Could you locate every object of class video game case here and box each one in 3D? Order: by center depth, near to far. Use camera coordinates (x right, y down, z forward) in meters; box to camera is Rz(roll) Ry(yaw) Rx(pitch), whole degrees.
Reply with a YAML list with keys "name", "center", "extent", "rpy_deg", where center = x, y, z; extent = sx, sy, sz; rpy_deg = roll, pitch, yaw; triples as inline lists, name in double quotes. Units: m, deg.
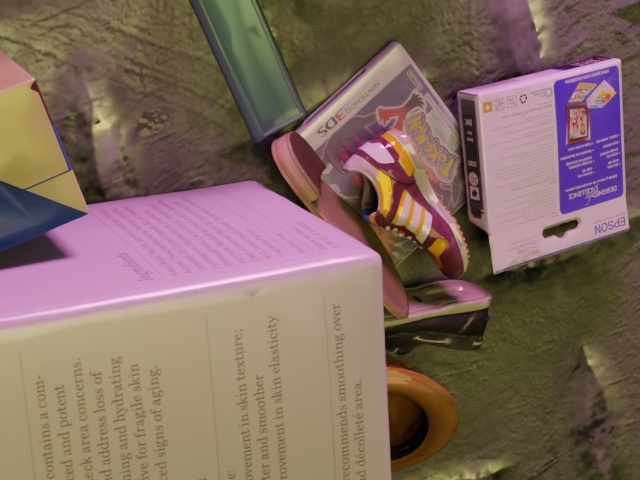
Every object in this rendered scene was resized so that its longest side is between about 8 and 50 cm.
- name: "video game case"
  center: [0.072, -0.085, 1.637]
  extent: [0.183, 0.023, 0.201]
  rpy_deg: [-43, 117, -6]

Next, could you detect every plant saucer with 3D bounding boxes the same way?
- name: "plant saucer"
  center: [-0.075, -0.196, 1.546]
  extent: [0.067, 0.018, 0.192]
  rpy_deg: [-30, 115, -12]

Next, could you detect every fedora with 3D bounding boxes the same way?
- name: "fedora"
  center: [0.060, 0.182, 1.660]
  extent: [0.194, 0.079, 0.194]
  rpy_deg: [-3, 138, -3]

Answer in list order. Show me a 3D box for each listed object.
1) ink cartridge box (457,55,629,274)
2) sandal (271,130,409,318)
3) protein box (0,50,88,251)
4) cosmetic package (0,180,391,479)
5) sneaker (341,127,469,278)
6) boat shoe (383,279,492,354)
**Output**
- name: "ink cartridge box"
  center: [0.256, -0.088, 1.688]
  extent: [0.206, 0.045, 0.208]
  rpy_deg: [-16, 108, -28]
- name: "sandal"
  center: [0.001, -0.003, 1.592]
  extent: [0.079, 0.088, 0.240]
  rpy_deg: [-27, 112, 21]
- name: "protein box"
  center: [-0.347, -0.067, 1.363]
  extent: [0.200, 0.201, 0.136]
  rpy_deg: [-25, 113, -15]
- name: "cosmetic package"
  center: [-0.173, 0.153, 1.433]
  extent: [0.394, 0.327, 0.329]
  rpy_deg: [-9, 108, -21]
- name: "sneaker"
  center: [0.090, -0.026, 1.613]
  extent: [0.084, 0.069, 0.185]
  rpy_deg: [-33, 106, -13]
- name: "boat shoe"
  center: [0.081, 0.096, 1.661]
  extent: [0.233, 0.084, 0.079]
  rpy_deg: [-3, 117, -21]
